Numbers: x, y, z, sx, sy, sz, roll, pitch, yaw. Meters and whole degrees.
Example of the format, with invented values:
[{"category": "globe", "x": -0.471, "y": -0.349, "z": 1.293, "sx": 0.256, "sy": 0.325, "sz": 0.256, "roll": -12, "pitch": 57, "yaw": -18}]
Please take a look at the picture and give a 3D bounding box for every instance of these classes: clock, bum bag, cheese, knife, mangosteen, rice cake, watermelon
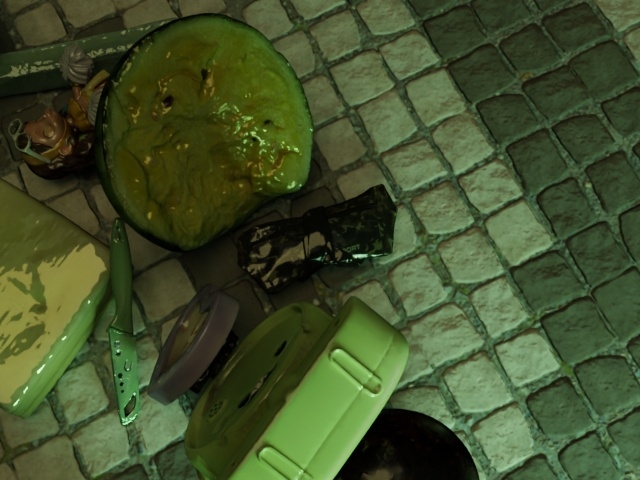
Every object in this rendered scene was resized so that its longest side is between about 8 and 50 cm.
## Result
[{"category": "clock", "x": -0.054, "y": 0.200, "z": 1.237, "sx": 0.117, "sy": 0.348, "sz": 0.286, "roll": 40, "pitch": 76, "yaw": -14}, {"category": "bum bag", "x": 0.000, "y": 0.001, "z": 1.437, "sx": 0.248, "sy": 0.069, "sz": 0.102, "roll": -20, "pitch": 56, "yaw": -5}, {"category": "cheese", "x": -0.437, "y": 0.077, "z": 1.411, "sx": 0.242, "sy": 0.124, "sz": 0.266, "roll": 31, "pitch": 76, "yaw": 9}, {"category": "knife", "x": -0.275, "y": 0.114, "z": 1.374, "sx": 0.043, "sy": 0.020, "sz": 0.293, "roll": -8, "pitch": 101, "yaw": -29}, {"category": "mangosteen", "x": 0.071, "y": 0.298, "z": 1.275, "sx": 0.231, "sy": 0.231, "sz": 0.289, "roll": -25, "pitch": 39, "yaw": -5}, {"category": "rice cake", "x": -0.357, "y": -0.286, "z": 1.556, "sx": 0.336, "sy": 0.066, "sz": 0.063, "roll": -10, "pitch": 70, "yaw": -1}, {"category": "clock", "x": -0.164, "y": 0.148, "z": 1.343, "sx": 0.064, "sy": 0.198, "sz": 0.172, "roll": 32, "pitch": 84, "yaw": -14}, {"category": "watermelon", "x": -0.191, "y": -0.145, "z": 1.410, "sx": 0.330, "sy": 0.189, "sz": 0.331, "roll": 4, "pitch": 84, "yaw": -38}]

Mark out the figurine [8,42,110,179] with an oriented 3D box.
[{"category": "figurine", "x": -0.347, "y": -0.190, "z": 1.487, "sx": 0.240, "sy": 0.116, "sz": 0.175, "roll": -42, "pitch": 52, "yaw": 3}]
